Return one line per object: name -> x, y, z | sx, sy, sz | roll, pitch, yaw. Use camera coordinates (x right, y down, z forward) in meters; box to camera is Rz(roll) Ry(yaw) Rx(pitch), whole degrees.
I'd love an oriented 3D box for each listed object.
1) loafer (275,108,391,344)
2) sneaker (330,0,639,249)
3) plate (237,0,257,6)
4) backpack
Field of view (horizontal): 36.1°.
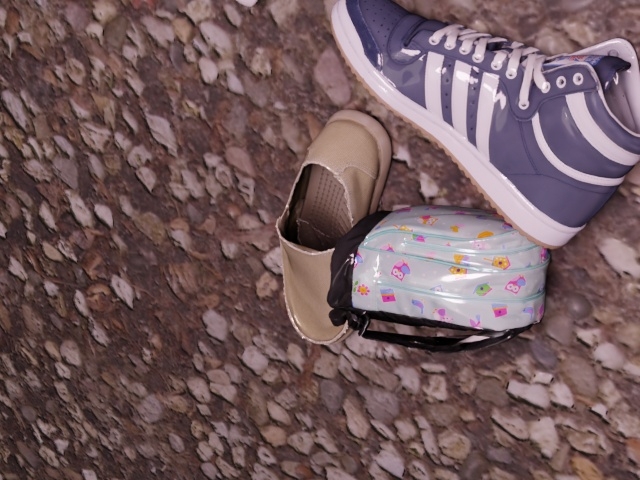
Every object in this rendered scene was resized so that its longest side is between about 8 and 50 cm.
loafer -> 0.000, 0.000, 0.982 | 0.101, 0.092, 0.269 | 24, 126, 27
sneaker -> 0.144, -0.139, 0.793 | 0.282, 0.099, 0.153 | 45, 133, 6
plate -> -0.110, -0.397, 0.876 | 0.278, 0.045, 0.277 | 48, 134, 16
backpack -> 0.113, 0.027, 0.880 | 0.182, 0.152, 0.115 | 8, 114, 28
